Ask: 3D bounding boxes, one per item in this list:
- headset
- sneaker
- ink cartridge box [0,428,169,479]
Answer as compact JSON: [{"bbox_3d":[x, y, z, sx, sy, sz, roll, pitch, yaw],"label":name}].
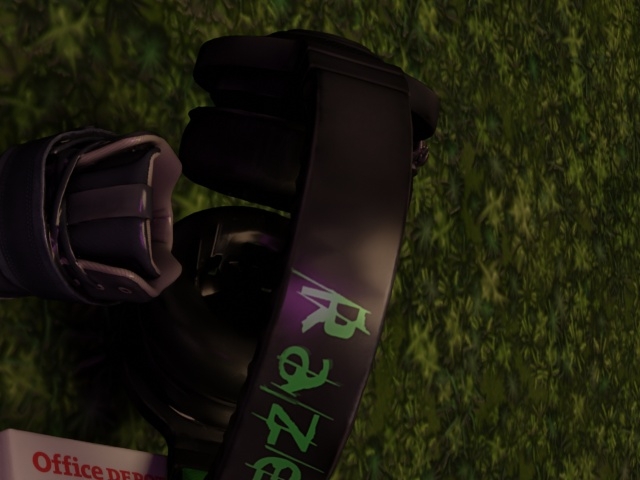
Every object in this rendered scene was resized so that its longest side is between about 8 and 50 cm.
[{"bbox_3d":[0.000,0.000,0.723,0.394,0.185,0.243,-102,-151,-63],"label":"headset"},{"bbox_3d":[-0.163,-0.017,0.591,0.226,0.163,0.086,10,79,-54],"label":"sneaker"},{"bbox_3d":[-0.123,0.190,0.650,0.127,0.072,0.175,23,47,-53],"label":"ink cartridge box"}]
